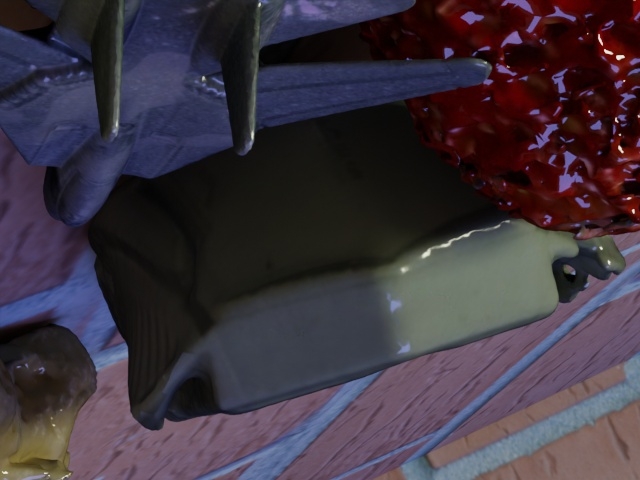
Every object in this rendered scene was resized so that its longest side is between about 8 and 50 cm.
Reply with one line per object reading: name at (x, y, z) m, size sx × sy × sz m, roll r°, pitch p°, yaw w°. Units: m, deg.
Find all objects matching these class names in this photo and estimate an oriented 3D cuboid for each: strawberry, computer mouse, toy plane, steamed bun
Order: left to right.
steamed bun at (-0.246, 0.162, 1.071) m, size 0.295 × 0.137 × 0.292 m, roll -24°, pitch 163°, yaw -12°
toy plane at (-0.074, -0.058, 0.707) m, size 0.212 × 0.088 × 0.267 m, roll 5°, pitch 172°, yaw -15°
computer mouse at (-0.001, -0.003, 0.943) m, size 0.228 × 0.145 × 0.429 m, roll -20°, pitch 177°, yaw -7°
strawberry at (0.090, -0.103, 0.701) m, size 0.187 × 0.184 × 0.201 m, roll -30°, pitch 147°, yaw 33°
